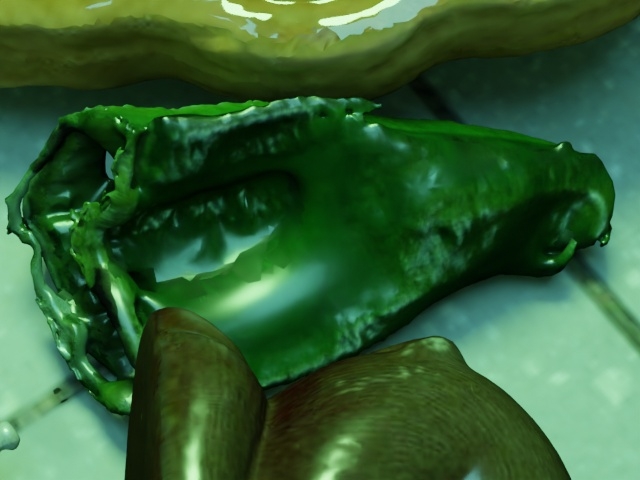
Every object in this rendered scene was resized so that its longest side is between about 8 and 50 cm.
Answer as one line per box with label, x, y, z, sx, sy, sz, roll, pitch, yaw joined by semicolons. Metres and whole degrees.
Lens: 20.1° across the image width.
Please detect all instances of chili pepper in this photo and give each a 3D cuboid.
chili pepper;0.000;0.000;0.632;0.216;0.062;0.108;-5;99;-8

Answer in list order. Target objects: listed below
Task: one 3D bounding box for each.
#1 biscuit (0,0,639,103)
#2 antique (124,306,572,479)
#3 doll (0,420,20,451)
biscuit;-0.032;-0.203;0.700;0.455;0.078;0.349;-8;64;4
antique;0.011;0.147;0.526;0.143;0.121;0.257;8;55;-12
doll;-0.183;0.092;0.579;0.160;0.059;0.161;39;67;17
